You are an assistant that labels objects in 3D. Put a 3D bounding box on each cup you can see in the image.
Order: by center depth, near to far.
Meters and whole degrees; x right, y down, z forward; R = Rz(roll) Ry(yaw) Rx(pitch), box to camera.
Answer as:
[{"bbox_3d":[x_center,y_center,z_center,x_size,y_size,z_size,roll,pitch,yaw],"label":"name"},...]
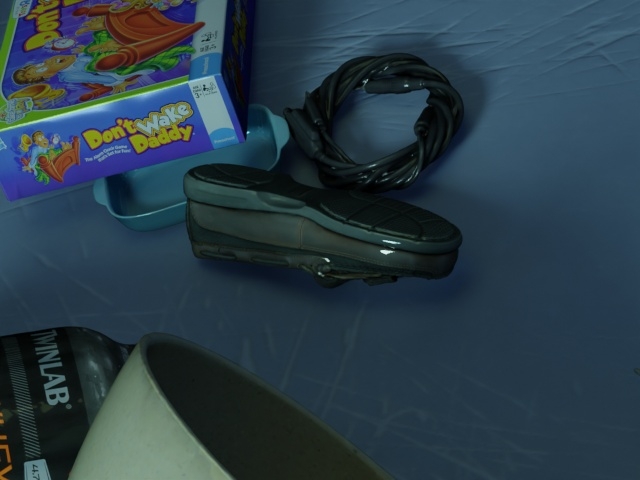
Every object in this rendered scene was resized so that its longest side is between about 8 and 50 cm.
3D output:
[{"bbox_3d":[-0.058,0.253,1.287,0.237,0.331,0.331,-50,43,7],"label":"cup"}]

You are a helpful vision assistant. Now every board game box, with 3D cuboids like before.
[{"bbox_3d":[-0.186,-0.190,1.926,0.233,0.078,0.347,-14,34,9],"label":"board game box"}]

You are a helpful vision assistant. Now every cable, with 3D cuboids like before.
[{"bbox_3d":[0.057,-0.103,1.796,0.150,0.047,0.184,-25,38,-11],"label":"cable"}]

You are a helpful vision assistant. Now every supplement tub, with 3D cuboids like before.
[{"bbox_3d":[-0.258,0.178,1.459,0.338,0.207,0.207,-9,39,-13],"label":"supplement tub"}]

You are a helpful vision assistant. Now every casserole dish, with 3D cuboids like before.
[{"bbox_3d":[-0.114,-0.062,1.823,0.188,0.037,0.114,-19,41,4],"label":"casserole dish"}]

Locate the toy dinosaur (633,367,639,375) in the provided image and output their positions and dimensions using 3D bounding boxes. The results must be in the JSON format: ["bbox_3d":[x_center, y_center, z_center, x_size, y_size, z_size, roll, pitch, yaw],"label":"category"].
[{"bbox_3d":[0.297,0.184,1.333,0.121,0.160,0.313,16,56,-13],"label":"toy dinosaur"}]

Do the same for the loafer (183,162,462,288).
[{"bbox_3d":[0.000,0.000,1.693,0.267,0.084,0.096,16,22,30],"label":"loafer"}]
